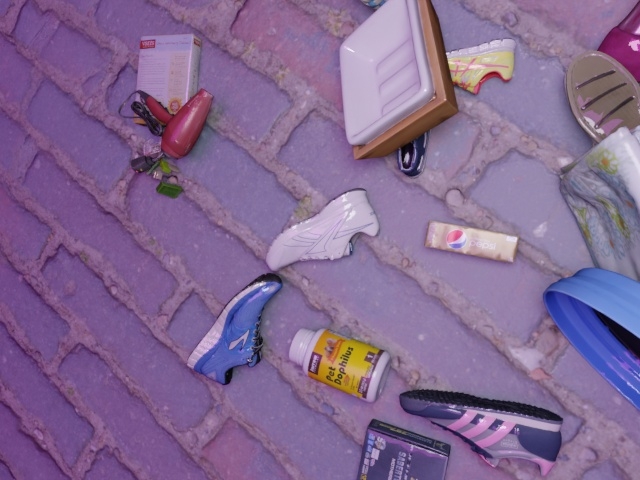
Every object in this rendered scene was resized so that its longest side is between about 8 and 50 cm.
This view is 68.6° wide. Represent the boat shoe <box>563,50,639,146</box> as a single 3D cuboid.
[{"bbox_3d":[0.549,-0.204,0.867,0.113,0.103,0.302,-30,80,19],"label":"boat shoe"}]

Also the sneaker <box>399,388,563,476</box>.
[{"bbox_3d":[0.314,0.390,0.956,0.319,0.112,0.131,5,89,22],"label":"sneaker"}]

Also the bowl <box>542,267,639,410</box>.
[{"bbox_3d":[0.529,0.198,0.731,0.077,0.391,0.391,-42,76,2],"label":"bowl"}]

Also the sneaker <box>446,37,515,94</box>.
[{"bbox_3d":[0.299,-0.349,0.979,0.209,0.081,0.094,-7,99,26],"label":"sneaker"}]

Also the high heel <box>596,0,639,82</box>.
[{"bbox_3d":[0.697,-0.298,0.835,0.377,0.127,0.181,33,134,12],"label":"high heel"}]

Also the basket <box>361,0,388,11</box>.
[{"bbox_3d":[0.151,-0.648,0.967,0.289,0.201,0.254,-46,74,25],"label":"basket"}]

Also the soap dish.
[{"bbox_3d":[0.151,-0.327,0.943,0.229,0.118,0.290,-28,57,44],"label":"soap dish"}]

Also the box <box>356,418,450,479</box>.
[{"bbox_3d":[0.174,0.540,1.039,0.183,0.059,0.232,13,95,19],"label":"box"}]

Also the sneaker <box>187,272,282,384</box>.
[{"bbox_3d":[-0.184,0.222,1.159,0.147,0.130,0.330,37,106,2],"label":"sneaker"}]

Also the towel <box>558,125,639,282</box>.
[{"bbox_3d":[0.527,0.012,0.762,0.090,0.320,0.374,-26,81,11],"label":"towel"}]

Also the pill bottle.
[{"bbox_3d":[0.042,0.272,1.058,0.215,0.117,0.117,17,96,20],"label":"pill bottle"}]

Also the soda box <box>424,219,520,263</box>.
[{"bbox_3d":[0.315,0.001,0.981,0.181,0.061,0.058,12,95,20],"label":"soda box"}]

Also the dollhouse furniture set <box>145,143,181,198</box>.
[{"bbox_3d":[-0.432,-0.190,1.292,0.076,0.059,0.151,-44,56,23],"label":"dollhouse furniture set"}]

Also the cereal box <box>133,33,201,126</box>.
[{"bbox_3d":[-0.415,-0.430,1.270,0.173,0.047,0.240,8,93,20],"label":"cereal box"}]

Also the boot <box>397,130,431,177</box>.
[{"bbox_3d":[0.203,-0.233,1.010,0.069,0.086,0.190,2,91,21],"label":"boot"}]

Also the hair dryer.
[{"bbox_3d":[-0.400,-0.312,1.199,0.294,0.080,0.223,-14,88,18],"label":"hair dryer"}]

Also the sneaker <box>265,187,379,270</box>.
[{"bbox_3d":[0.000,0.000,1.083,0.297,0.111,0.129,-32,85,19],"label":"sneaker"}]
